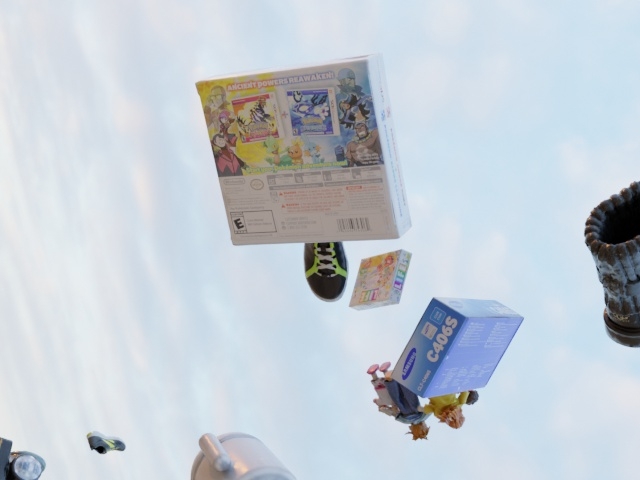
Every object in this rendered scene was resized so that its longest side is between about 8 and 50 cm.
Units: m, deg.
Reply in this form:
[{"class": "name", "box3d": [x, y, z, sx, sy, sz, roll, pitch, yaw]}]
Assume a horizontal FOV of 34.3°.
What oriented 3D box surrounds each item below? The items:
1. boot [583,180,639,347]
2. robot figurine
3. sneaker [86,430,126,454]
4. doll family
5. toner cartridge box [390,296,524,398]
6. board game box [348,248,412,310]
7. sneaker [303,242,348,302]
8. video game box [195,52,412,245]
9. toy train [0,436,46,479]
[{"class": "boot", "box3d": [0.556, -0.020, 1.705, 0.131, 0.348, 0.260, 11, -39, 35]}, {"class": "robot figurine", "box3d": [-0.170, 0.558, 2.329, 0.300, 0.200, 0.353, 60, -15, -26]}, {"class": "sneaker", "box3d": [-0.384, 0.369, 1.853, 0.031, 0.083, 0.035, -38, -135, 27]}, {"class": "doll family", "box3d": [0.213, 0.337, 2.174, 0.263, 0.118, 0.163, -16, -69, 26]}, {"class": "toner cartridge box", "box3d": [0.259, 0.193, 1.905, 0.075, 0.348, 0.165, 31, -81, 25]}, {"class": "board game box", "box3d": [0.114, 0.078, 1.997, 0.154, 0.026, 0.103, -18, -127, 61]}, {"class": "sneaker", "box3d": [0.000, 0.000, 1.862, 0.097, 0.084, 0.235, -36, 122, -77]}, {"class": "video game box", "box3d": [-0.018, -0.091, 1.085, 0.205, 0.048, 0.187, -2, -69, 28]}, {"class": "toy train", "box3d": [-0.605, 0.438, 1.773, 0.334, 0.190, 0.142, -42, -147, 39]}]
